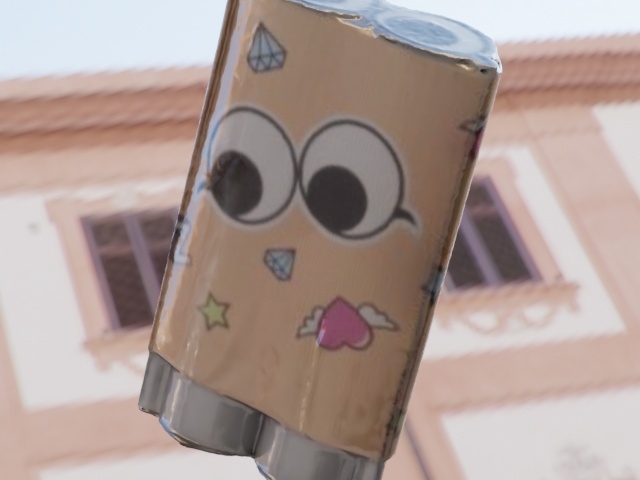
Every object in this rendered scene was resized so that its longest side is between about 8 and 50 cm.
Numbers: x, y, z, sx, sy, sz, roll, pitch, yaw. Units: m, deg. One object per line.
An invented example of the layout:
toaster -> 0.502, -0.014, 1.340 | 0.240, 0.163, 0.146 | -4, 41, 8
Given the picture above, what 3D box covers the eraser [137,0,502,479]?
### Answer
eraser -> 0.000, 0.000, 1.162 | 0.087, 0.171, 0.291 | -27, -44, -59
